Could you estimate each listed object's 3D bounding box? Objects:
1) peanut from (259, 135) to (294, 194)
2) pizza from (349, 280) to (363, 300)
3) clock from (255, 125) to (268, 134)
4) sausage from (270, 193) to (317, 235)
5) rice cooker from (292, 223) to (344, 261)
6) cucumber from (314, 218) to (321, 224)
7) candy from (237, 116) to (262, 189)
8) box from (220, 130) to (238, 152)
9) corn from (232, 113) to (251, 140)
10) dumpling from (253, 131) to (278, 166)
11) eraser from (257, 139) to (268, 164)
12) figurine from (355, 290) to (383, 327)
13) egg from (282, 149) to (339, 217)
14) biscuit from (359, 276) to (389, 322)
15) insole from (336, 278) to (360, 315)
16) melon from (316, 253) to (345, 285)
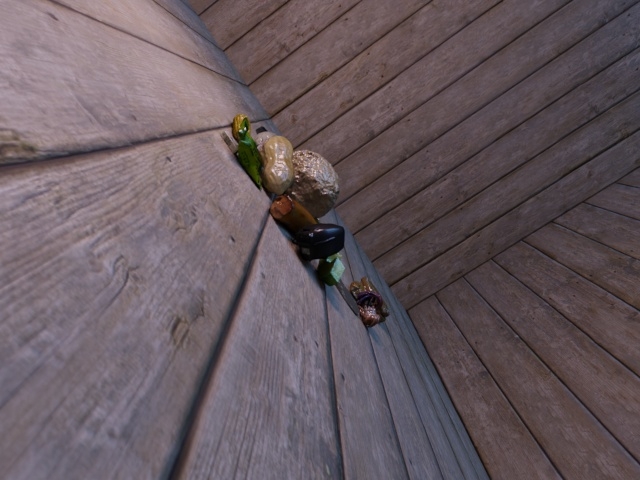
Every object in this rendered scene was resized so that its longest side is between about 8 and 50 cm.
[{"bbox_3d":[-0.175,-0.304,1.687,0.149,0.149,0.313,47,30,-48],"label":"peanut"},{"bbox_3d":[0.193,0.260,1.987,0.161,0.063,0.182,66,10,25],"label":"pizza"},{"bbox_3d":[-0.288,-0.561,2.437,0.226,0.049,0.226,53,9,-12],"label":"clock"},{"bbox_3d":[-0.085,-0.073,1.548,0.270,0.109,0.108,44,15,-53],"label":"sausage"},{"bbox_3d":[-0.001,0.000,1.481,0.203,0.142,0.118,-17,107,-42],"label":"rice cooker"},{"bbox_3d":[-0.009,-0.074,2.199,0.107,0.035,0.067,55,-10,0],"label":"cucumber"},{"bbox_3d":[-0.255,-0.304,1.515,0.149,0.069,0.246,-97,170,-57],"label":"candy"},{"bbox_3d":[-0.323,-0.354,1.518,0.083,0.024,0.054,56,10,-6],"label":"box"},{"bbox_3d":[-0.330,-0.475,1.765,0.080,0.080,0.238,51,8,-32],"label":"corn"},{"bbox_3d":[-0.232,-0.409,1.932,0.247,0.142,0.172,-69,155,-59],"label":"dumpling"},{"bbox_3d":[-0.244,-0.375,1.795,0.026,0.105,0.065,4,-40,48],"label":"eraser"},{"bbox_3d":[0.211,0.304,1.814,0.114,0.126,0.156,126,-33,-57],"label":"figurine"},{"bbox_3d":[-0.052,-0.249,1.880,0.310,0.279,0.279,59,8,-8],"label":"egg"},{"bbox_3d":[0.277,0.309,2.209,0.259,0.079,0.259,56,7,-10],"label":"biscuit"},{"bbox_3d":[0.094,0.204,1.746,0.247,0.011,0.081,59,22,1],"label":"insole"},{"bbox_3d":[0.037,0.097,1.543,0.064,0.118,0.209,40,0,-15],"label":"melon"}]
